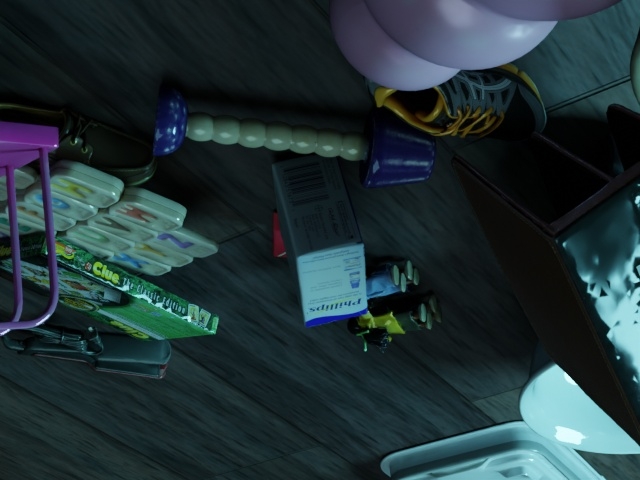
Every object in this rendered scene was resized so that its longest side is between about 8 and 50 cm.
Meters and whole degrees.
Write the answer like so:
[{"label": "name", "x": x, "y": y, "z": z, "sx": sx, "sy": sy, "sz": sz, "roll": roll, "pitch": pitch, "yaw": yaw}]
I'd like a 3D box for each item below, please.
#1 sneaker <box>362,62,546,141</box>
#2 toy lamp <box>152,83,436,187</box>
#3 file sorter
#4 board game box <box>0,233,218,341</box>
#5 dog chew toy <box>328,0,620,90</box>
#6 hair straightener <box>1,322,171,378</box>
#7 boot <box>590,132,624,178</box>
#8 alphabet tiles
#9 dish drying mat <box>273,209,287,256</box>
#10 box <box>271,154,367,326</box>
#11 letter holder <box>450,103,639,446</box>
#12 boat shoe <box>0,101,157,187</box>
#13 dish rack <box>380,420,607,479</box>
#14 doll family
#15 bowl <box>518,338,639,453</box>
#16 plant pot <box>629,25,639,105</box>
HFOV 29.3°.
[{"label": "sneaker", "x": 0.121, "y": -0.131, "z": 1.148, "sx": 0.214, "sy": 0.083, "sz": 0.084, "roll": 18, "pitch": 140, "yaw": -25}, {"label": "toy lamp", "x": -0.024, "y": -0.099, "z": 1.202, "sx": 0.274, "sy": 0.080, "sz": 0.080, "roll": 7, "pitch": 144, "yaw": -6}, {"label": "file sorter", "x": -0.386, "y": 0.011, "z": 1.092, "sx": 0.202, "sy": 0.182, "sz": 0.290, "roll": 2, "pitch": 168, "yaw": -39}, {"label": "board game box", "x": -0.256, "y": 0.060, "z": 1.426, "sx": 0.136, "sy": 0.030, "sz": 0.259, "roll": -11, "pitch": 150, "yaw": 40}, {"label": "dog chew toy", "x": 0.118, "y": -0.225, "z": 0.926, "sx": 0.206, "sy": 0.207, "sz": 0.332, "roll": 19, "pitch": 149, "yaw": -24}, {"label": "hair straightener", "x": -0.302, "y": 0.123, "z": 1.558, "sx": 0.230, "sy": 0.047, "sz": 0.089, "roll": 13, "pitch": 143, "yaw": -10}, {"label": "boot", "x": 0.369, "y": -0.007, "z": 1.307, "sx": 0.207, "sy": 0.094, "sz": 0.246, "roll": 9, "pitch": 138, "yaw": -6}, {"label": "alphabet tiles", "x": -0.261, "y": -0.019, "z": 1.292, "sx": 0.278, "sy": 0.021, "sz": 0.284, "roll": 23, "pitch": 157, "yaw": -28}, {"label": "dish drying mat", "x": -0.038, "y": -0.007, "z": 1.390, "sx": 0.032, "sy": 0.008, "sz": 0.083, "roll": 2, "pitch": 145, "yaw": -1}, {"label": "box", "x": 0.000, "y": 0.000, "z": 1.290, "sx": 0.072, "sy": 0.126, "sz": 0.137, "roll": -12, "pitch": 145, "yaw": -5}, {"label": "letter holder", "x": 0.278, "y": 0.021, "z": 1.197, "sx": 0.152, "sy": 0.214, "sz": 0.302, "roll": -35, "pitch": 123, "yaw": -6}, {"label": "boat shoe", "x": -0.249, "y": -0.096, "z": 1.218, "sx": 0.178, "sy": 0.064, "sz": 0.060, "roll": 12, "pitch": 145, "yaw": -11}, {"label": "dish rack", "x": 0.279, "y": 0.398, "z": 1.907, "sx": 0.285, "sy": 0.072, "sz": 0.333, "roll": -19, "pitch": 139, "yaw": 27}, {"label": "doll family", "x": 0.064, "y": 0.075, "z": 1.455, "sx": 0.111, "sy": 0.076, "sz": 0.193, "roll": -10, "pitch": 139, "yaw": 22}, {"label": "bowl", "x": 0.382, "y": 0.135, "z": 1.474, "sx": 0.297, "sy": 0.134, "sz": 0.298, "roll": 1, "pitch": 144, "yaw": 0}, {"label": "plant pot", "x": 0.391, "y": -0.211, "z": 0.820, "sx": 0.323, "sy": 0.280, "sz": 0.323, "roll": 13, "pitch": 163, "yaw": 4}]
